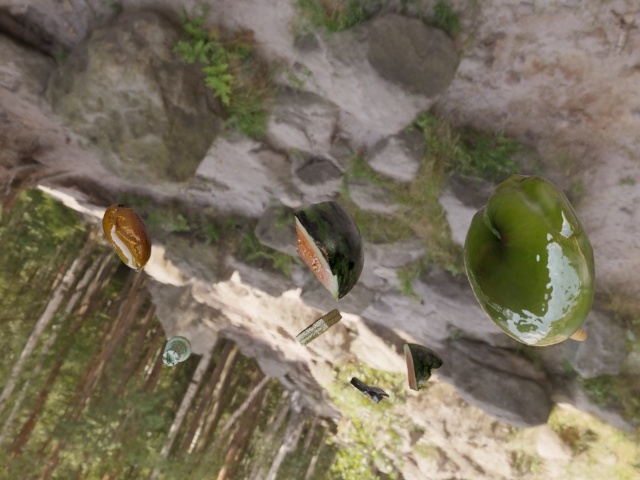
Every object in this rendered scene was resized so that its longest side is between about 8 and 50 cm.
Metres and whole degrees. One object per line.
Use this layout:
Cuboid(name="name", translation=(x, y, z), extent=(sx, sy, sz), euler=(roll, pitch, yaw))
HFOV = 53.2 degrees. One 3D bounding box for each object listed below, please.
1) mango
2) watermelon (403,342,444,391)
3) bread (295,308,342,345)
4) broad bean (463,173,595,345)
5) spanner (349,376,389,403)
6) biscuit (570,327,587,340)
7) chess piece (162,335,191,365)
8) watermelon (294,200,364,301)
Cuboid(name="mango", translation=(-0.348, -0.006, 1.153), extent=(0.063, 0.077, 0.127), euler=(-16, 102, 40))
Cuboid(name="watermelon", translation=(0.198, 0.234, 1.207), extent=(0.069, 0.086, 0.163), euler=(-5, 173, 1))
Cuboid(name="bread", translation=(-0.003, 0.208, 1.536), extent=(0.035, 0.094, 0.090), euler=(54, -155, 6))
Cuboid(name="broad bean", translation=(0.335, 0.032, 1.041), extent=(0.119, 0.291, 0.238), euler=(-20, -159, -32))
Cuboid(name="spanner", translation=(0.073, 0.210, 0.890), extent=(0.046, 0.012, 0.208), euler=(35, 176, 18))
Cuboid(name="biscuit", translation=(0.439, 0.143, 1.339), extent=(0.250, 0.030, 0.160), euler=(31, 175, -38))
Cuboid(name="chess piece", translation=(-0.371, 0.287, 1.632), extent=(0.067, 0.067, 0.103), euler=(23, -175, -3))
Cuboid(name="watermelon", translation=(0.019, -0.003, 1.212), extent=(0.137, 0.193, 0.145), euler=(5, 147, 2))
